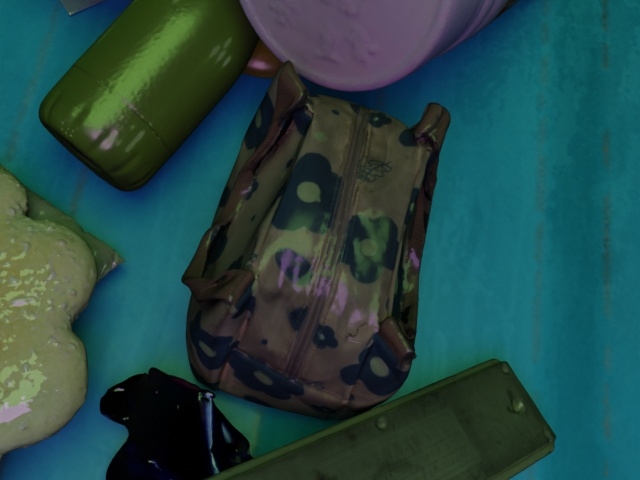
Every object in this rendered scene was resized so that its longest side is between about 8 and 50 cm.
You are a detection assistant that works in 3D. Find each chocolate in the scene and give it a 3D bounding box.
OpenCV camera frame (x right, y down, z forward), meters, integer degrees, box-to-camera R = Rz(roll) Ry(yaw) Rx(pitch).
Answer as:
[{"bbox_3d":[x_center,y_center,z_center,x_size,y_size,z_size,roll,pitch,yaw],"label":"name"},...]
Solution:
[{"bbox_3d":[-0.056,0.239,0.536,0.343,0.126,0.148,44,110,13],"label":"chocolate"}]

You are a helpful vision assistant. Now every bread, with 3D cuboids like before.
[{"bbox_3d":[-0.317,0.066,0.544,0.316,0.054,0.316,1,64,-3],"label":"bread"}]

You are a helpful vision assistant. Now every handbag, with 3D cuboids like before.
[{"bbox_3d":[0.000,0.000,0.589,0.190,0.193,0.251,15,69,-7],"label":"handbag"}]

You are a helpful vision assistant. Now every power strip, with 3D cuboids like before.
[{"bbox_3d":[0.030,0.171,0.516,0.388,0.066,0.092,-10,58,-42],"label":"power strip"}]

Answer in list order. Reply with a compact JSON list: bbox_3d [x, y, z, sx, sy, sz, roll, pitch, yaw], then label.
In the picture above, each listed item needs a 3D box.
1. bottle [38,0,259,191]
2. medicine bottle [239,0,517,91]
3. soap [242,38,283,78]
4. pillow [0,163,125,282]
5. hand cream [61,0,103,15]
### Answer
[{"bbox_3d":[-0.122,-0.169,0.660,0.112,0.112,0.260,37,78,6],"label":"bottle"},{"bbox_3d":[0.091,-0.271,0.648,0.202,0.202,0.316,41,46,8],"label":"medicine bottle"},{"bbox_3d":[-0.093,-0.212,0.741,0.169,0.033,0.089,16,68,-3],"label":"soap"},{"bbox_3d":[-0.285,0.056,0.604,0.148,0.050,0.229,35,66,1],"label":"pillow"},{"bbox_3d":[-0.285,-0.381,0.777,0.109,0.067,0.320,-29,83,-18],"label":"hand cream"}]
